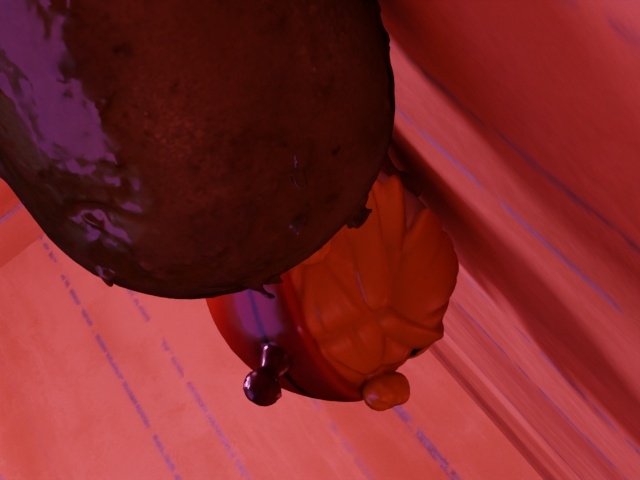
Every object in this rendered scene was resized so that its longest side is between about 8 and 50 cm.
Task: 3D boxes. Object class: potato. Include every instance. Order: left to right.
[{"bbox_3d":[-0.108,-0.145,0.772,0.270,0.219,0.359,29,153,59],"label":"potato"}]

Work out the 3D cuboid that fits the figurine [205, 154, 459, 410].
[{"bbox_3d":[-0.004,0.001,1.200,0.320,0.196,0.323,60,-176,-30],"label":"figurine"}]
